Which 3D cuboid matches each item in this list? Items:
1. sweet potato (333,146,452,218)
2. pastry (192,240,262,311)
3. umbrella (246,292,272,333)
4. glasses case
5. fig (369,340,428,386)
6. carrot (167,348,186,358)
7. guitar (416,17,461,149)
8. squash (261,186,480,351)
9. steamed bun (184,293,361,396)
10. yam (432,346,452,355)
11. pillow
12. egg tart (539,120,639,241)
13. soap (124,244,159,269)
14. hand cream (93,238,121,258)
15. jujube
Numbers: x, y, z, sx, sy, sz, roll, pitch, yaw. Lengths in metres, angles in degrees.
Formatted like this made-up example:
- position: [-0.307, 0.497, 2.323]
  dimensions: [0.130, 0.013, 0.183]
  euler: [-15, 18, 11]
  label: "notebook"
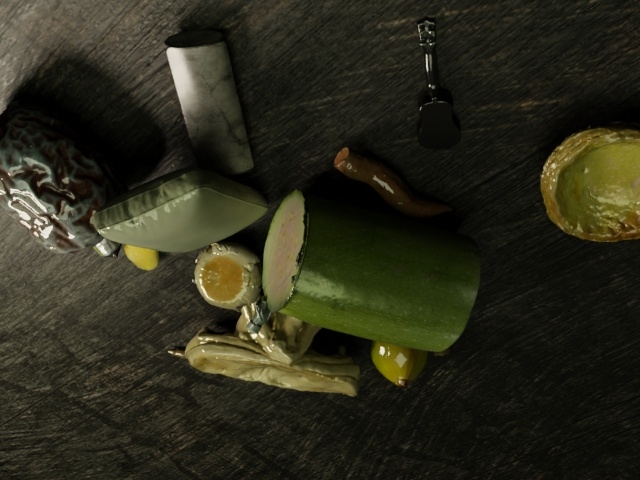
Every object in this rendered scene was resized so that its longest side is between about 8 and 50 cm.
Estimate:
- position: [0.146, -0.101, 1.787]
  dimensions: [0.281, 0.067, 0.059]
  euler: [33, 150, -27]
  label: "sweet potato"
- position: [-0.200, 0.075, 1.951]
  dimensions: [0.165, 0.088, 0.166]
  euler: [2, 103, 7]
  label: "pastry"
- position: [-0.108, 0.119, 1.972]
  dimensions: [0.050, 0.046, 0.188]
  euler: [32, 91, -26]
  label: "umbrella"
- position: [-0.203, -0.252, 1.677]
  dimensions: [0.114, 0.060, 0.299]
  euler: [-4, 134, 7]
  label: "glasses case"
- position: [0.188, 0.262, 2.105]
  dimensions: [0.136, 0.121, 0.153]
  euler: [-22, 105, 31]
  label: "fig"
- position: [-0.257, 0.295, 2.230]
  dimensions: [0.254, 0.049, 0.049]
  euler: [9, 134, 1]
  label: "carrot"
- position: [0.206, -0.279, 1.624]
  dimensions: [0.084, 0.038, 0.271]
  euler: [-6, 133, 9]
  label: "guitar"
- position: [0.093, 0.066, 1.799]
  dimensions: [0.384, 0.263, 0.263]
  euler: [15, 134, -17]
  label: "squash"
- position: [-0.098, 0.225, 2.078]
  dimensions: [0.428, 0.189, 0.247]
  euler: [10, 159, -2]
  label: "steamed bun"
- position: [0.261, 0.188, 2.064]
  dimensions: [0.056, 0.057, 0.241]
  euler: [-9, 132, 15]
  label: "yam"
- position: [-0.268, -0.053, 1.747]
  dimensions: [0.255, 0.120, 0.322]
  euler: [-22, 167, 15]
  label: "pillow"
- position: [0.554, -0.122, 1.688]
  dimensions: [0.294, 0.123, 0.294]
  euler: [6, 135, 6]
  label: "egg tart"
- position: [-0.398, -0.004, 1.958]
  dimensions: [0.089, 0.033, 0.168]
  euler: [12, 135, 2]
  label: "soap"
- position: [-0.510, -0.054, 1.916]
  dimensions: [0.086, 0.055, 0.235]
  euler: [-25, 117, 26]
  label: "hand cream"
- position: [-0.524, -0.118, 1.742]
  dimensions: [0.226, 0.226, 0.317]
  euler: [-23, 122, 25]
  label: "jujube"
